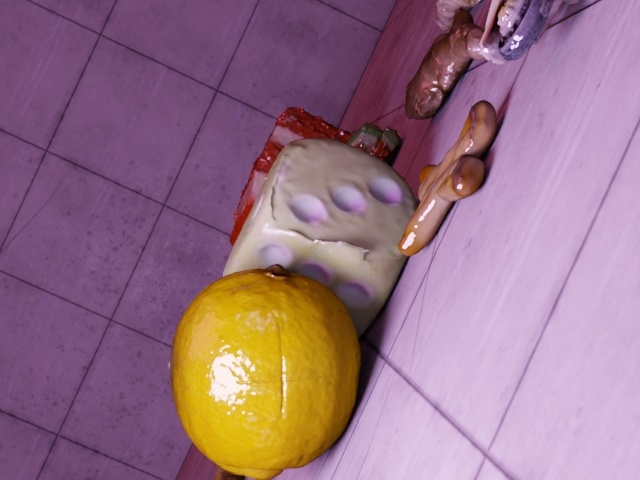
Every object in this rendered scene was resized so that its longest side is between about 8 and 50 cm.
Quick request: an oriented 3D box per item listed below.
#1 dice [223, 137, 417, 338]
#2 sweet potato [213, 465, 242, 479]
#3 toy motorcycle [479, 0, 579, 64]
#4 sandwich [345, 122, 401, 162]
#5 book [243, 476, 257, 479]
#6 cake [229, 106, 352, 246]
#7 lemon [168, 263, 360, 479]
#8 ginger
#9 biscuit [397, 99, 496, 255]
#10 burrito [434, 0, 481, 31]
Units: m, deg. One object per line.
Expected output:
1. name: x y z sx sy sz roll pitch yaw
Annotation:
1. dice: 0.000 0.000 1.552 0.250 0.251 0.254 -73 9 -46
2. sweet potato: -0.158 0.440 1.694 0.081 0.062 0.233 -61 13 8
3. toy motorcycle: 0.300 -0.380 1.185 0.341 0.107 0.223 -63 7 7
4. sandwich: 0.089 -0.158 2.072 0.160 0.109 0.185 -67 6 -34
5. book: -0.125 0.412 1.873 0.263 0.028 0.374 -75 5 -57
6. cake: -0.053 -0.098 2.265 0.270 0.269 0.320 -55 11 56
7. lemon: -0.079 0.189 1.374 0.297 0.297 0.297 -155 90 -84
8. ginger: 0.221 -0.318 1.724 0.333 0.080 0.166 120 161 -62
9. biscuit: 0.179 -0.082 1.323 0.164 0.047 0.208 -68 7 -32
10. burrito: 0.319 -0.602 1.924 0.348 0.107 0.175 -68 20 -6
